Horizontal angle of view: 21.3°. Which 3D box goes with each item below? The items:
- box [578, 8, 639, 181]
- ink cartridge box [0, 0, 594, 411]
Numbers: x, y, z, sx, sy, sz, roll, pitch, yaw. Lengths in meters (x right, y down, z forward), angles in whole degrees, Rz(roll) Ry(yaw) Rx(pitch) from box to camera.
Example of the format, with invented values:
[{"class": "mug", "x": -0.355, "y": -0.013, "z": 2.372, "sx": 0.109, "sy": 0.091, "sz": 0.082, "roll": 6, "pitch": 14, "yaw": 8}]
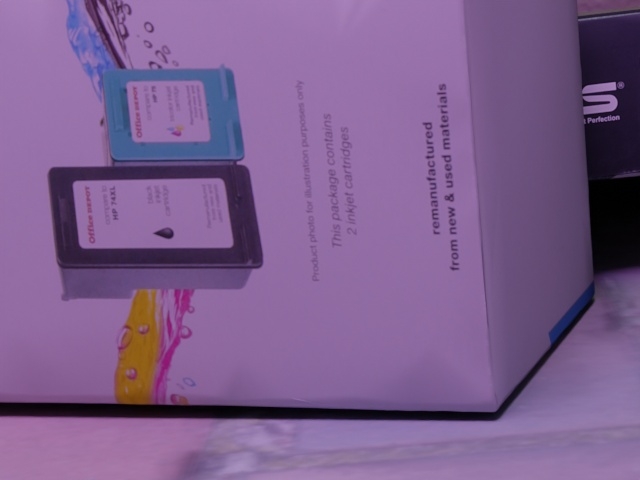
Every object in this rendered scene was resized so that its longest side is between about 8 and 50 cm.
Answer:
[{"class": "box", "x": 0.215, "y": -0.091, "z": 1.039, "sx": 0.318, "sy": 0.097, "sz": 0.395, "roll": -4, "pitch": 3, "yaw": -1}, {"class": "ink cartridge box", "x": -0.032, "y": -0.044, "z": 0.773, "sx": 0.270, "sy": 0.197, "sz": 0.198, "roll": -1, "pitch": 12, "yaw": 22}]
